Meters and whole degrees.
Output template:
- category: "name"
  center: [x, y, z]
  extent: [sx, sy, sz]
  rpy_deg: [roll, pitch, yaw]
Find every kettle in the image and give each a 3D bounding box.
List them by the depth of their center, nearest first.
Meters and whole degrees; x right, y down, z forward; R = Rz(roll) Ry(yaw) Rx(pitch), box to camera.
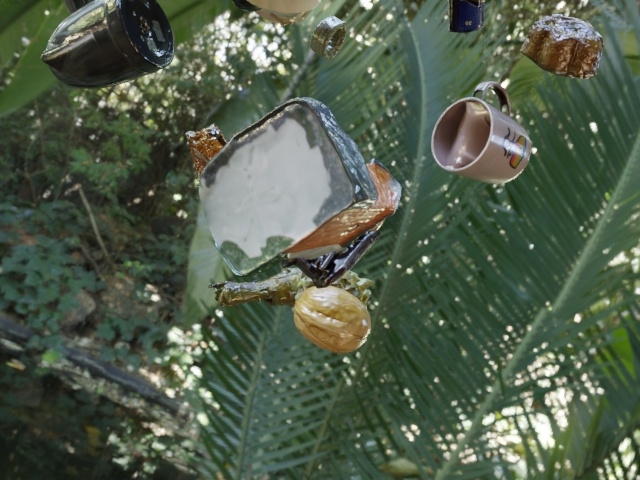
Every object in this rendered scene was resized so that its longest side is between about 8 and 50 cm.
- category: "kettle"
  center: [-0.580, -0.536, 1.676]
  extent: [0.325, 0.228, 0.321]
  rpy_deg: [-14, 13, 22]

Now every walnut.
- category: "walnut"
  center: [0.029, 0.198, 1.548]
  extent: [0.207, 0.159, 0.159]
  rpy_deg: [23, -9, 7]

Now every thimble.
- category: "thimble"
  center: [0.023, -0.559, 1.665]
  extent: [0.062, 0.109, 0.084]
  rpy_deg: [36, 19, 24]

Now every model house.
- category: "model house"
  center: [0.002, -0.077, 0.977]
  extent: [0.271, 0.190, 0.301]
  rpy_deg: [-34, -19, 33]
- category: "model house"
  center: [0.003, -0.002, 1.292]
  extent: [0.164, 0.203, 0.141]
  rpy_deg: [51, -51, -4]

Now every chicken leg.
- category: "chicken leg"
  center: [-0.154, 0.170, 2.007]
  extent: [0.430, 0.152, 0.201]
  rpy_deg: [-3, -17, -18]

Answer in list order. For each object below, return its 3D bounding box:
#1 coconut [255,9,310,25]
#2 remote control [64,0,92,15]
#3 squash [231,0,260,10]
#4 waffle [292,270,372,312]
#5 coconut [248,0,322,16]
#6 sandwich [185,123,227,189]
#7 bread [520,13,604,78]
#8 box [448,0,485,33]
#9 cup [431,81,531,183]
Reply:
- category: "coconut"
  center: [-0.142, -0.912, 2.163]
  extent: [0.297, 0.254, 0.297]
  rpy_deg: [27, 3, -1]
- category: "remote control"
  center: [-0.578, -0.718, 1.711]
  extent: [0.313, 0.055, 0.109]
  rpy_deg: [-10, -62, 13]
- category: "squash"
  center: [-0.218, -0.746, 1.743]
  extent: [0.193, 0.155, 0.193]
  rpy_deg: [37, -8, 6]
- category: "waffle"
  center: [0.030, 0.174, 1.828]
  extent: [0.224, 0.203, 0.054]
  rpy_deg: [23, -7, 11]
- category: "coconut"
  center: [-0.095, -0.678, 1.541]
  extent: [0.241, 0.241, 0.241]
  rpy_deg: [23, -10, 4]
- category: "sandwich"
  center: [-0.301, -0.205, 1.801]
  extent: [0.301, 0.162, 0.250]
  rpy_deg: [51, 1, 7]
- category: "bread"
  center: [0.706, -0.561, 1.773]
  extent: [0.232, 0.246, 0.135]
  rpy_deg: [3, -49, -6]
- category: "box"
  center: [0.285, -0.541, 1.180]
  extent: [0.071, 0.259, 0.168]
  rpy_deg: [2, 20, 12]
- category: "cup"
  center: [0.434, -0.279, 1.581]
  extent: [0.201, 0.252, 0.192]
  rpy_deg: [12, 2, -38]
